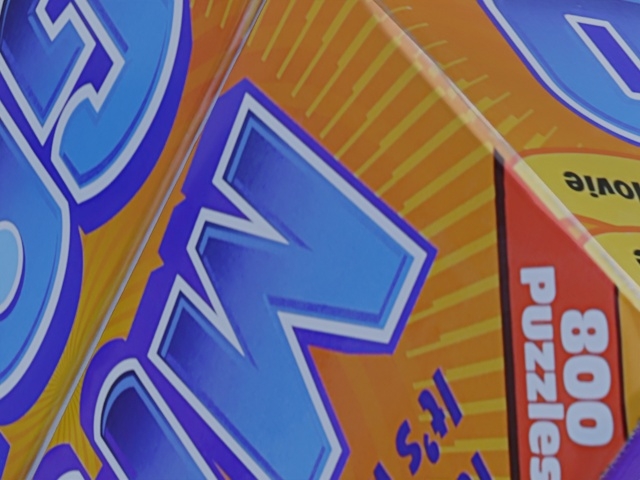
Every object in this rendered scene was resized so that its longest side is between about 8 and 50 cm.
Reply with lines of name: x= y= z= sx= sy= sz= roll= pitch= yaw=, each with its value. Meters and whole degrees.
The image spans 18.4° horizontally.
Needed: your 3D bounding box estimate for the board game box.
board game box: x=0.054 y=0.041 z=0.742 sx=0.356 sy=0.356 sz=0.356 roll=-1 pitch=41 yaw=-40
